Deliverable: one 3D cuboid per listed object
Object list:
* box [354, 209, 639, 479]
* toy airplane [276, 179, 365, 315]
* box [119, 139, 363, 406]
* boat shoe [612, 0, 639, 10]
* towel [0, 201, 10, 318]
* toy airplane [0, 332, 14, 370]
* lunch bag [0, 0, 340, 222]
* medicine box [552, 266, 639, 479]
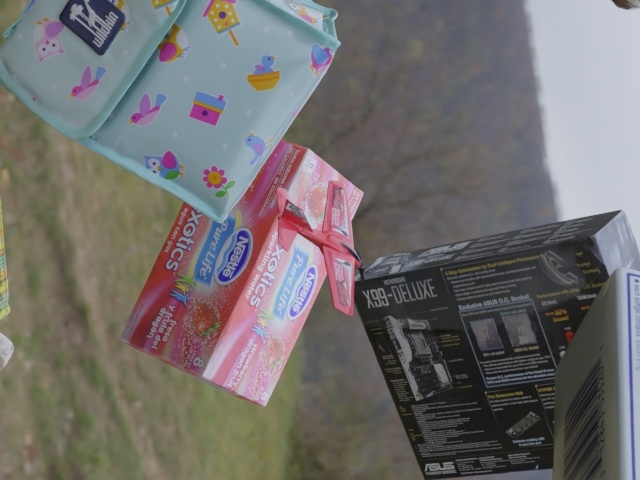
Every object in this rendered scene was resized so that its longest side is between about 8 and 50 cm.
[{"bbox_3d":[0.202,0.115,1.609,0.076,0.307,0.242,-35,107,-49],"label":"box"},{"bbox_3d":[0.000,0.000,1.498,0.151,0.028,0.151,41,39,-44],"label":"toy airplane"},{"bbox_3d":[-0.092,0.030,1.913,0.154,0.142,0.300,36,77,-54],"label":"box"},{"bbox_3d":[0.285,-0.331,1.586,0.095,0.095,0.257,-36,-132,46],"label":"boat shoe"},{"bbox_3d":[-0.299,-0.021,1.252,0.021,0.102,0.237,27,-50,34],"label":"towel"},{"bbox_3d":[-0.529,-0.016,1.602,0.272,0.384,0.386,-62,143,-25],"label":"toy airplane"},{"bbox_3d":[-0.144,-0.180,1.459,0.223,0.262,0.160,-54,-163,19],"label":"lunch bag"},{"bbox_3d":[0.342,0.193,1.235,0.149,0.289,0.263,111,-8,-45],"label":"medicine box"}]
